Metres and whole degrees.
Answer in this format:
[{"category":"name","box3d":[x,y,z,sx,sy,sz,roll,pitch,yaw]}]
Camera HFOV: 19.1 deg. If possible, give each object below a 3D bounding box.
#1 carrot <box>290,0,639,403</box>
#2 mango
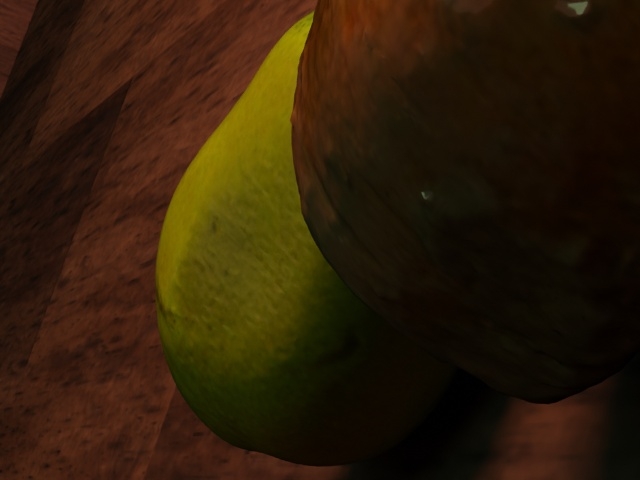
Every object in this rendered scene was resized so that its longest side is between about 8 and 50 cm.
[{"category":"carrot","box3d":[0.091,-0.071,0.394,0.302,0.138,0.139,-47,26,49]},{"category":"mango","box3d":[0.002,0.006,0.619,0.117,0.089,0.163,63,145,27]}]
